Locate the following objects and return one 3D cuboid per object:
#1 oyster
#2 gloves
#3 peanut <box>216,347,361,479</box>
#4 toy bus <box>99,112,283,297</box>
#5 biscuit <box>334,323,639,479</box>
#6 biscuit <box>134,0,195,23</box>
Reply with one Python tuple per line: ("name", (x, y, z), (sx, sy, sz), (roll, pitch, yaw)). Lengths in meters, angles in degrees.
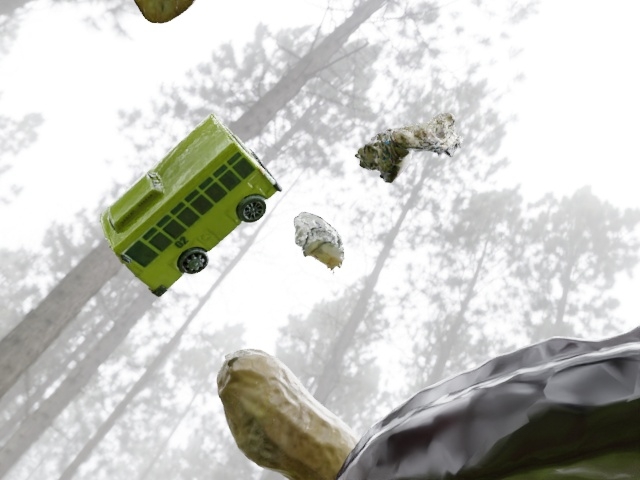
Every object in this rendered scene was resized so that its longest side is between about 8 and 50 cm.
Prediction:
("oyster", (0.158, -0.173, 1.285), (0.198, 0.260, 0.092), (-15, -77, 18))
("gloves", (0.002, -0.004, 1.372), (0.114, 0.153, 0.070), (29, -77, -22))
("peanut", (-0.027, 0.201, 0.730), (0.214, 0.099, 0.099), (39, -49, -3))
("toy bus", (-0.207, -0.055, 1.073), (0.262, 0.128, 0.150), (-41, -46, 2))
("biscuit", (0.198, 0.184, 0.435), (0.407, 0.091, 0.408), (1, -46, 1))
("biscuit", (-0.307, -0.541, 1.361), (0.202, 0.041, 0.260), (28, -48, 4))
